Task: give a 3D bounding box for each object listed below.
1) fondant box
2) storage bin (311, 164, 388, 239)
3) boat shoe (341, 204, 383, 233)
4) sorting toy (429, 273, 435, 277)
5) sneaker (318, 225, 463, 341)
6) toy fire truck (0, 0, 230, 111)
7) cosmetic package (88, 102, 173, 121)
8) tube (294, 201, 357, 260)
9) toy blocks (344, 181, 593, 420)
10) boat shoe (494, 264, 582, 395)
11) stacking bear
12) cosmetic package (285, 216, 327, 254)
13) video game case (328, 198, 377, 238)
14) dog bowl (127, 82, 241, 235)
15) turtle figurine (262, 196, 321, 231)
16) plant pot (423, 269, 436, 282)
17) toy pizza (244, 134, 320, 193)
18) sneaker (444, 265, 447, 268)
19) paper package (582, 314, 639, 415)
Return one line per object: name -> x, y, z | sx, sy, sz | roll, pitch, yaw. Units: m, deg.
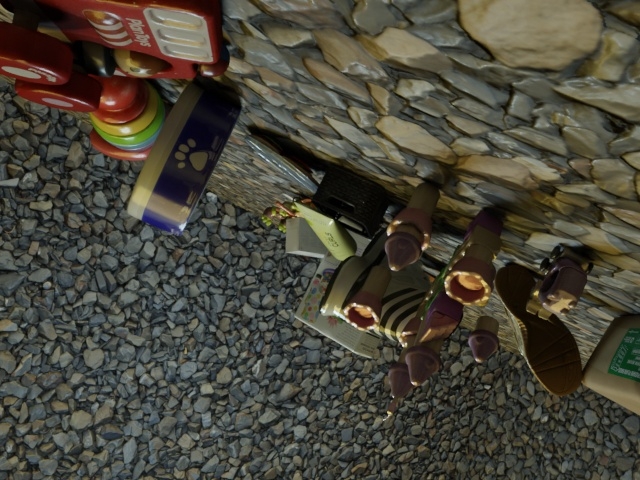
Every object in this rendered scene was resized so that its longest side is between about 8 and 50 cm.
fondant box -> 0.103, 0.121, 1.572 | 0.238, 0.330, 0.096 | 24, 174, 42
storage bin -> 0.064, -0.076, 1.168 | 0.122, 0.084, 0.180 | 26, 174, 13
boat shoe -> 0.097, -0.064, 1.388 | 0.133, 0.042, 0.049 | 30, -160, -25
sorting toy -> 0.266, 0.193, 2.024 | 0.257, 0.255, 0.089 | 28, -169, -10
sneaker -> 0.191, 0.117, 1.250 | 0.257, 0.169, 0.447 | 28, -156, 15
toy fire truck -> -0.238, -0.246, 0.671 | 0.253, 0.169, 0.302 | 9, 178, -7
cosmetic package -> -0.414, -0.278, 1.373 | 0.238, 0.127, 0.107 | 29, 175, -3
tube -> 0.019, -0.019, 1.189 | 0.070, 0.062, 0.240 | -16, 157, 11
toy blocks -> 0.203, 0.124, 0.887 | 0.309, 0.260, 0.289 | 27, 135, 5
boat shoe -> 0.451, 0.180, 1.180 | 0.285, 0.104, 0.089 | 67, -169, 5
stacking bear -> -0.411, -0.284, 1.165 | 0.164, 0.175, 0.289 | 29, 168, 2
cosmetic package -> 0.000, 0.000, 1.661 | 0.060, 0.099, 0.239 | -10, 165, 40
video game case -> 0.079, -0.053, 1.447 | 0.157, 0.019, 0.143 | 30, -166, -36
dog bowl -> -0.248, -0.145, 1.041 | 0.104, 0.265, 0.265 | 26, 175, -13
turtle figurine -> -0.075, -0.088, 1.695 | 0.269, 0.087, 0.217 | 9, 166, -43
plant pot -> 0.220, 0.150, 1.731 | 0.290, 0.203, 0.291 | 31, -176, -2
toy pizza -> -0.071, -0.164, 1.183 | 0.201, 0.032, 0.201 | 36, 179, 1
sneaker -> 0.390, 0.119, 1.594 | 0.095, 0.090, 0.235 | 44, 180, 17
paper package -> 0.670, 0.262, 0.986 | 0.309, 0.168, 0.325 | 26, 176, 10
